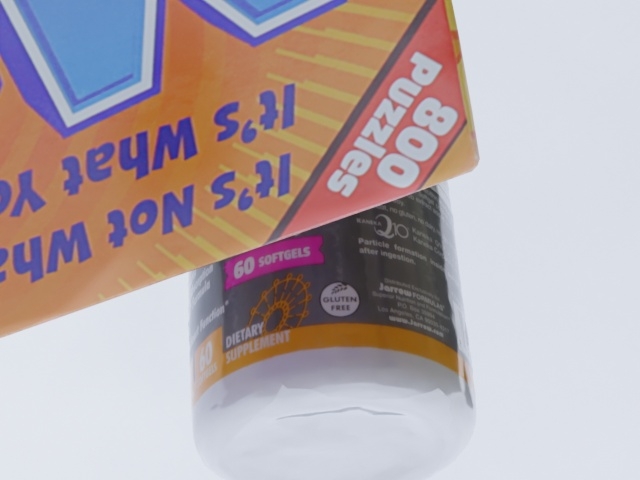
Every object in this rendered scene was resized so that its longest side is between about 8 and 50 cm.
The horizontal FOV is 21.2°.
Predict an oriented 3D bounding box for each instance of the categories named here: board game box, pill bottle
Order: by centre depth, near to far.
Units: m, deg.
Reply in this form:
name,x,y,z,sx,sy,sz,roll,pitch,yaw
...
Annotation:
name,x,y,z,sx,sy,sz,roll,pitch,yaw
board game box,-0.197,-0.190,0.598,0.356,0.356,0.356,-19,-148,-8
pill bottle,0.000,0.000,1.012,0.162,0.162,0.278,2,-123,-10
